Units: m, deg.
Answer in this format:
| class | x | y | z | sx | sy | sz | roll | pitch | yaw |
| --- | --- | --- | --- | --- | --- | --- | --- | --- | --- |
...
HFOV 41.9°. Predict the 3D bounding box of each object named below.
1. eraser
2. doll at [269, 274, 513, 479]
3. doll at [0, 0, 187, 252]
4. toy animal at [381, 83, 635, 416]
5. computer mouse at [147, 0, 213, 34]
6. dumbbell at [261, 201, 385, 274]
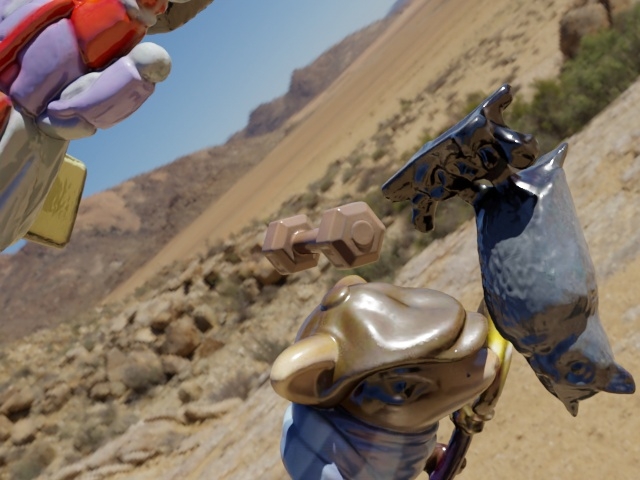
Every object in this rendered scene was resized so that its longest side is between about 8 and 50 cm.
| class | x | y | z | sx | sy | sz | roll | pitch | yaw |
| --- | --- | --- | --- | --- | --- | --- | --- | --- | --- |
| eraser | -0.352 | -0.060 | 0.991 | 0.172 | 0.058 | 0.117 | 35 | -114 | -74 |
| doll | 0.072 | 0.204 | 0.785 | 0.209 | 0.340 | 0.318 | 4 | 11 | 27 |
| doll | -0.151 | -0.045 | 0.362 | 0.227 | 0.102 | 0.075 | -45 | -26 | 7 |
| toy animal | 0.143 | 0.009 | 0.561 | 0.117 | 0.210 | 0.121 | -27 | -4 | -36 |
| computer mouse | -0.209 | -0.250 | 0.748 | 0.269 | 0.100 | 0.170 | 0 | 42 | 24 |
| dumbbell | 0.000 | 0.000 | 1.161 | 0.082 | 0.092 | 0.231 | -48 | 18 | -23 |
